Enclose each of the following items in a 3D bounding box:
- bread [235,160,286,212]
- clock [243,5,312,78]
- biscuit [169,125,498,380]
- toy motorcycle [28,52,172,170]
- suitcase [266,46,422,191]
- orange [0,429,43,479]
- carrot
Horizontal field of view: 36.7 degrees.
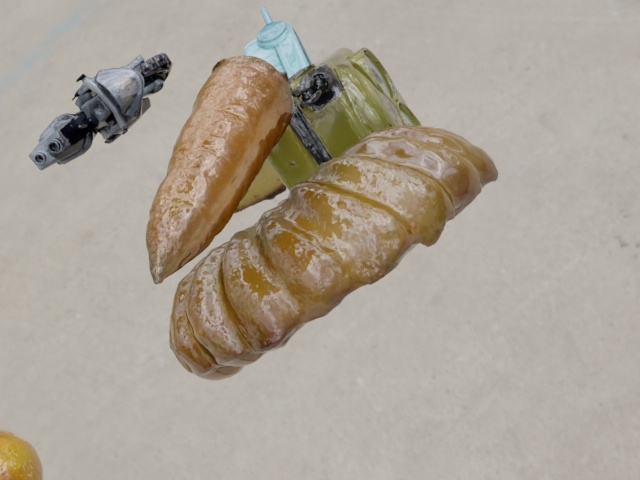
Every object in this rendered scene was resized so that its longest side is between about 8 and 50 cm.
[{"bbox_3d":[-0.099,-0.137,1.688,0.160,0.140,0.169,-2,49,14],"label":"bread"},{"bbox_3d":[-0.043,-0.237,1.544,0.094,0.223,0.274,-27,64,5],"label":"clock"},{"bbox_3d":[0.000,0.000,0.847,0.325,0.107,0.326,-33,1,1],"label":"biscuit"},{"bbox_3d":[-0.345,-0.197,1.494,0.270,0.106,0.159,-36,10,15],"label":"toy motorcycle"},{"bbox_3d":[0.032,-0.119,1.129,0.143,0.194,0.235,-33,10,21],"label":"suitcase"},{"bbox_3d":[-0.524,0.384,1.513,0.177,0.155,0.177,-33,16,11],"label":"orange"},{"bbox_3d":[-0.079,-0.044,0.672,0.072,0.072,0.205,-3,44,25],"label":"carrot"}]
